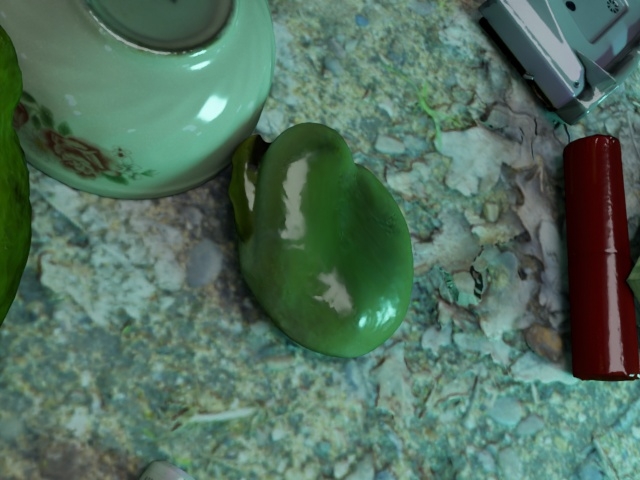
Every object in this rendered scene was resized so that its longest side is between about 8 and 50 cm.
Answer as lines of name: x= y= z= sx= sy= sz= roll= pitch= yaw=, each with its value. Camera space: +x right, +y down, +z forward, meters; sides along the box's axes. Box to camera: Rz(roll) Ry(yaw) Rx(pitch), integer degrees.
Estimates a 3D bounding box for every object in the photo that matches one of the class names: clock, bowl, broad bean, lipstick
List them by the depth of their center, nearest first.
bowl: x=-0.156 y=-0.185 z=0.637 sx=0.277 sy=0.145 sz=0.277 roll=7 pitch=73 yaw=-22
broad bean: x=0.000 y=0.000 z=0.680 sx=0.228 sy=0.100 sz=0.169 roll=47 pitch=67 yaw=-8
lipstick: x=0.316 y=0.017 z=0.842 sx=0.073 sy=0.073 sz=0.280 roll=10 pitch=72 yaw=-23
clock: x=0.327 y=-0.280 z=0.932 sx=0.186 sy=0.083 sz=0.253 roll=50 pitch=61 yaw=-4

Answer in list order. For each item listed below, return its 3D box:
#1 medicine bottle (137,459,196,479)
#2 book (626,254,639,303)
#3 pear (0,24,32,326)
medicine bottle: x=-0.132 y=0.219 z=0.571 sx=0.052 sy=0.052 sz=0.089 roll=39 pitch=62 yaw=-10
book: x=0.468 y=0.042 z=0.900 sx=0.215 sy=0.025 sz=0.283 roll=54 pitch=52 yaw=-16
pear: x=-0.355 y=-0.002 z=0.378 sx=0.413 sy=0.352 sz=0.352 roll=-28 pitch=88 yaw=-28
